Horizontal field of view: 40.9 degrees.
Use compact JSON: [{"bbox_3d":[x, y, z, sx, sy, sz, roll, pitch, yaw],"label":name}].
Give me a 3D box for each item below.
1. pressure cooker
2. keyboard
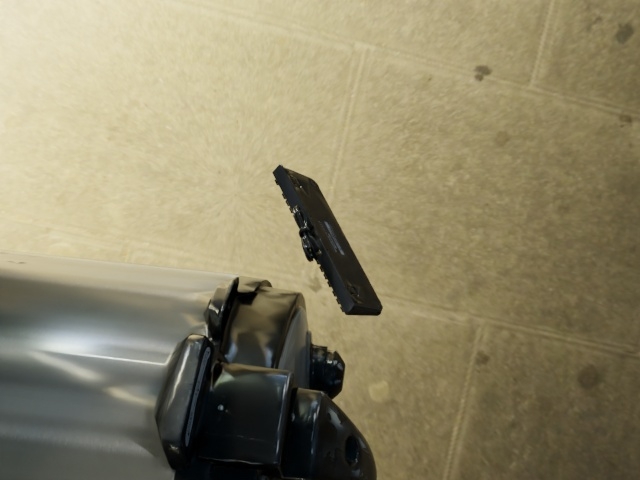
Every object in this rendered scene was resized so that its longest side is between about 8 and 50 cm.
[{"bbox_3d":[-0.158,0.198,0.784,0.420,0.370,0.375,6,104,4],"label":"pressure cooker"},{"bbox_3d":[0.000,0.000,0.909,0.023,0.108,0.180,-36,67,19],"label":"keyboard"}]
